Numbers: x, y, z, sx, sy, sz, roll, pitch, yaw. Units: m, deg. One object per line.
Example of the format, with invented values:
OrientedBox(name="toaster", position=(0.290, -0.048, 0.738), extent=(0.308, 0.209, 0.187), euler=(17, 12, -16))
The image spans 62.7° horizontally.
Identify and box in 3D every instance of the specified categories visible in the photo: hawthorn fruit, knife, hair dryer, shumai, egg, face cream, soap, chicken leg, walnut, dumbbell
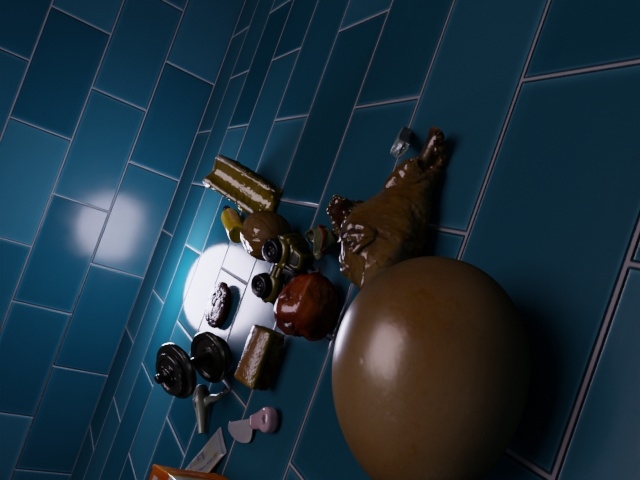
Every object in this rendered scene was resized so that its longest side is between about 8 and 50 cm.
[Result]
OrientedBox(name="hawthorn fruit", position=(-0.038, 0.171, 1.362), extent=(0.179, 0.173, 0.173), euler=(-62, 29, 15))
OrientedBox(name="knife", position=(-0.206, 0.552, 1.548), extent=(0.336, 0.043, 0.081), euler=(-41, 46, 52))
OrientedBox(name="hair dryer", position=(-0.372, 0.583, 1.807), extent=(0.199, 0.067, 0.167), euler=(-11, 71, 41))
OrientedBox(name="shumai", position=(0.063, -0.054, 1.412), extent=(0.139, 0.105, 0.123), euler=(120, 160, -76))
OrientedBox(name="egg", position=(0.166, 0.210, 0.828), extent=(0.301, 0.301, 0.373), euler=(6, 77, 61))
OrientedBox(name="face cream", position=(-0.381, 0.724, 1.708), extent=(0.224, 0.070, 0.114), euler=(-54, 31, 10))
OrientedBox(name="soap", position=(-0.248, -0.171, 2.070), extent=(0.339, 0.304, 0.169), euler=(33, 97, 21))
OrientedBox(name="chicken leg", position=(0.158, -0.075, 1.205), extent=(0.409, 0.182, 0.295), euler=(-63, 12, -5))
OrientedBox(name="face cream", position=(-0.366, -0.081, 2.176), extent=(0.078, 0.078, 0.273), euler=(-61, 29, 15))
OrientedBox(name="walnut", position=(-0.180, -0.015, 1.725), extent=(0.207, 0.167, 0.167), euler=(13, 84, 60))
OrientedBox(name="dumbbell", position=(-0.432, 0.417, 1.778), extent=(0.192, 0.290, 0.192), euler=(11, 107, 38))

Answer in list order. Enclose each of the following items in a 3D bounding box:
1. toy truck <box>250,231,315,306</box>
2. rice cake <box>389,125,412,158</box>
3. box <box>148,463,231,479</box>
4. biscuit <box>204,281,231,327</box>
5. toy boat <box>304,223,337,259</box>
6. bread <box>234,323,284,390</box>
OrientedBox(name="toy truck", position=(-0.083, 0.098, 1.506), extent=(0.165, 0.147, 0.224), euler=(30, 110, 37))
OrientedBox(name="rice cake", position=(0.198, -0.239, 1.262), extent=(0.043, 0.034, 0.211), euler=(-56, 2, 24))
OrientedBox(name="box", position=(-0.332, 0.730, 1.437), extent=(0.341, 0.225, 0.143), euler=(-17, 56, 55))
OrientedBox(name="biscuit", position=(-0.405, 0.252, 2.058), extent=(0.192, 0.049, 0.192), euler=(-40, 41, 48))
OrientedBox(name="toy boat", position=(0.001, 0.000, 1.474), extent=(0.071, 0.089, 0.185), euler=(-26, 22, -1))
OrientedBox(name="bread", position=(-0.177, 0.343, 1.544), extent=(0.132, 0.103, 0.172), euler=(10, 81, 55))
